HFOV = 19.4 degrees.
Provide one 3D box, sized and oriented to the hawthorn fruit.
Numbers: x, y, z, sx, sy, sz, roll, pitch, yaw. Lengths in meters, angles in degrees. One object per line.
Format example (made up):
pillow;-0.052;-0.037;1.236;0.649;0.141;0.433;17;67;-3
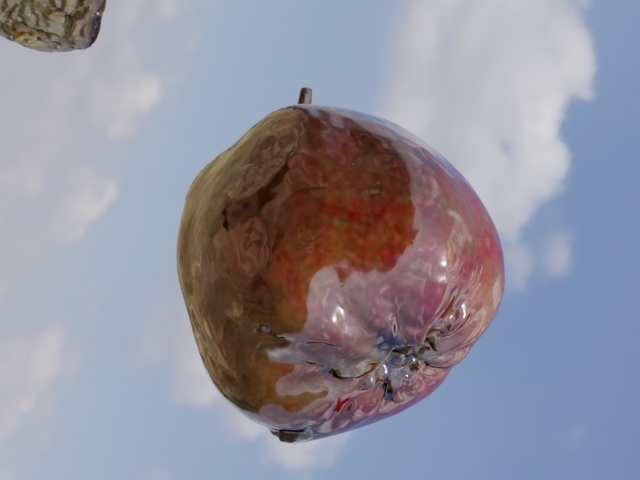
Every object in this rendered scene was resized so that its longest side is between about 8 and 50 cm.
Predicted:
hawthorn fruit;0.003;0.017;1.738;0.308;0.325;0.308;-40;153;-25

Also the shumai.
shumai;-0.210;-0.203;1.389;0.105;0.123;0.139;-74;168;-59
